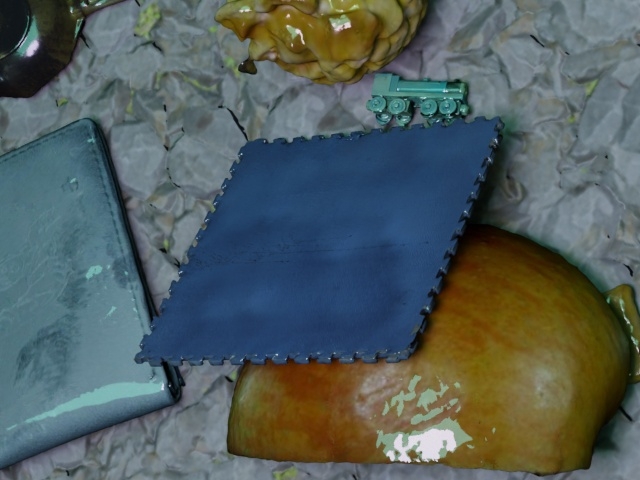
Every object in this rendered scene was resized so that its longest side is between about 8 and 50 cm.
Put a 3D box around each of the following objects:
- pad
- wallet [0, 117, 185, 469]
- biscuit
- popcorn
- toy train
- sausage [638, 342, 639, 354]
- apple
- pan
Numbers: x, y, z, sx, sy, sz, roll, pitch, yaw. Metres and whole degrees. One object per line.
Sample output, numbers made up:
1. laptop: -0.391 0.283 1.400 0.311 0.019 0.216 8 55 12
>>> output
1. pad: 0.000 0.000 1.560 0.269 0.012 0.269 -2 45 34
2. wallet: -0.272 0.060 1.744 0.251 0.054 0.290 -22 68 14
3. biscuit: 0.224 0.084 1.547 0.083 0.018 0.081 -19 73 18
4. popcorn: 0.000 -0.205 1.610 0.180 0.180 0.170 22 85 25
5. toy train: 0.085 -0.120 1.638 0.092 0.029 0.045 3 66 19
6. sausage: 0.369 0.156 1.417 0.121 0.121 0.304 -44 67 10
7. apple: 0.069 0.107 1.544 0.346 0.254 0.179 -2 124 28
8. pan: -0.266 -0.224 1.791 0.202 0.048 0.128 -40 67 11
